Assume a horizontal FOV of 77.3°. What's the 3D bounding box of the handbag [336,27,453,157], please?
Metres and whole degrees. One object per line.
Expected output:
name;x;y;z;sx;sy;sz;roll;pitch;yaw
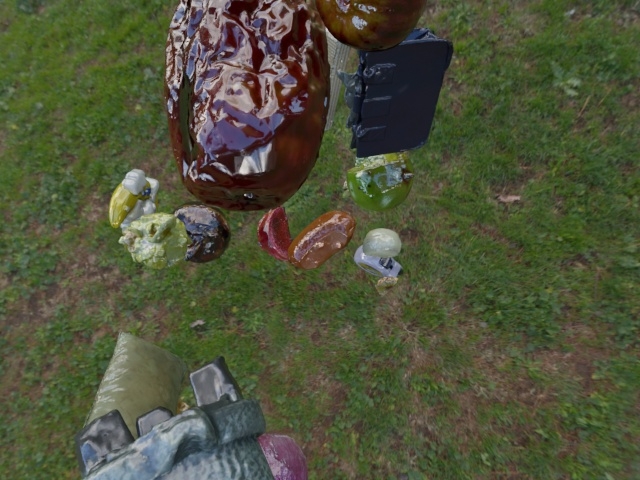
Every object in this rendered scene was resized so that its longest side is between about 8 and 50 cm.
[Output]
handbag;0.181;-0.386;1.076;0.269;0.325;0.118;-13;49;-14

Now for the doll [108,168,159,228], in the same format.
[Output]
doll;-0.598;-0.098;1.311;0.111;0.237;0.251;9;71;0

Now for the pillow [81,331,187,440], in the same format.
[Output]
pillow;-0.368;0.322;0.833;0.185;0.302;0.075;39;104;-26

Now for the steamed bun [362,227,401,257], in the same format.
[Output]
steamed bun;0.197;0.005;1.305;0.113;0.130;0.090;9;77;-22

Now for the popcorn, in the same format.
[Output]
popcorn;-0.381;0.001;0.947;0.162;0.135;0.141;-39;96;13

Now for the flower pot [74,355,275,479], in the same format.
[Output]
flower pot;-0.188;0.340;0.567;0.299;0.299;0.282;-32;66;4

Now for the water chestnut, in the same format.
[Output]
water chestnut;-0.531;-0.018;1.751;0.300;0.300;0.299;-3;77;12

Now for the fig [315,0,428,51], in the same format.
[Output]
fig;0.081;-0.328;0.531;0.148;0.202;0.149;44;122;33

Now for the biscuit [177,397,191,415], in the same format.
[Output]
biscuit;-0.517;0.578;1.396;0.212;0.238;0.041;-16;40;33

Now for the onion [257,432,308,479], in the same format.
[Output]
onion;-0.139;0.782;1.323;0.349;0.267;0.159;43;113;56

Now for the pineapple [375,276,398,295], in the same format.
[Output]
pineapple;0.178;0.123;1.110;0.045;0.083;0.019;27;44;-9

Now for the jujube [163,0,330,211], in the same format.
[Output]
jujube;-0.119;-0.243;0.656;0.277;0.276;0.376;1;76;13

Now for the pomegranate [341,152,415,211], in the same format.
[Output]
pomegranate;0.207;-0.227;1.542;0.261;0.341;0.260;6;79;-31

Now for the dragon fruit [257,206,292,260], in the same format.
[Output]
dragon fruit;-0.215;-0.030;1.797;0.163;0.189;0.261;-10;84;12

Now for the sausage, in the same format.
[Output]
sausage;0.000;-0.002;1.286;0.258;0.133;0.133;-39;72;20

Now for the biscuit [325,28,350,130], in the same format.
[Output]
biscuit;0.019;-0.654;1.643;0.079;0.426;0.144;-29;64;-28

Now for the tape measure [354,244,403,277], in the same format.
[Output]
tape measure;0.240;0.082;1.707;0.196;0.178;0.105;21;76;36
